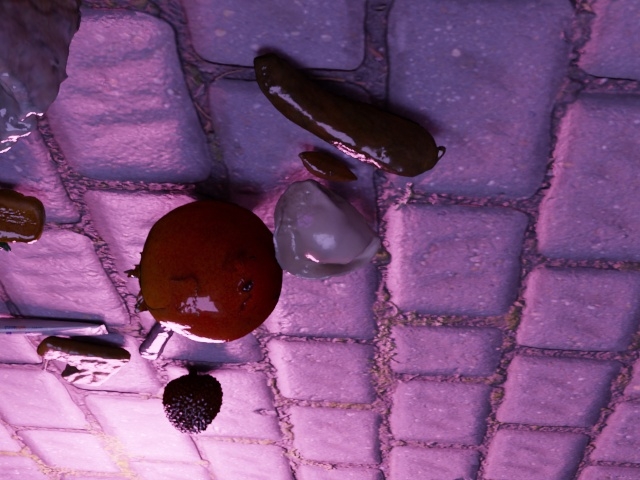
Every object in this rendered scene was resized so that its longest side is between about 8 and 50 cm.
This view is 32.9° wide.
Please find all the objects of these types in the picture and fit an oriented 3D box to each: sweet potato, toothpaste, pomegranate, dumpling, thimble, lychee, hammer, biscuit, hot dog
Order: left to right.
[{"bbox_3d":[-0.399,-0.225,1.120,0.292,0.195,0.291,5,151,3],"label":"thimble"},{"bbox_3d":[-0.543,-0.051,1.573,0.286,0.061,0.087,13,108,-10],"label":"hot dog"},{"bbox_3d":[-0.501,0.160,1.988,0.218,0.033,0.052,2,155,0],"label":"toothpaste"},{"bbox_3d":[-0.471,0.235,2.092,0.174,0.039,0.183,11,151,-25],"label":"biscuit"},{"bbox_3d":[-0.242,0.128,1.874,0.152,0.044,0.427,14,150,-14],"label":"hammer"},{"bbox_3d":[-0.252,0.319,2.138,0.123,0.123,0.129,-1,114,12],"label":"lychee"},{"bbox_3d":[-0.166,0.047,1.550,0.235,0.210,0.210,-15,145,32],"label":"pomegranate"},{"bbox_3d":[0.002,0.001,1.515,0.134,0.100,0.169,-48,149,5],"label":"dumpling"},{"bbox_3d":[0.008,-0.096,1.441,0.095,0.034,0.034,24,146,-28],"label":"sweet potato"},{"bbox_3d":[0.029,-0.146,1.318,0.273,0.075,0.075,24,146,-22],"label":"sweet potato"}]

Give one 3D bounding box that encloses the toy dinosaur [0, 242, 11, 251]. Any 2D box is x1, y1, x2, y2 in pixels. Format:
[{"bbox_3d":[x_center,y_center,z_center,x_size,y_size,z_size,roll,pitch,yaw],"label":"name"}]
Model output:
[{"bbox_3d":[-0.555,0.001,1.727,0.120,0.029,0.060,24,131,-20],"label":"toy dinosaur"}]
